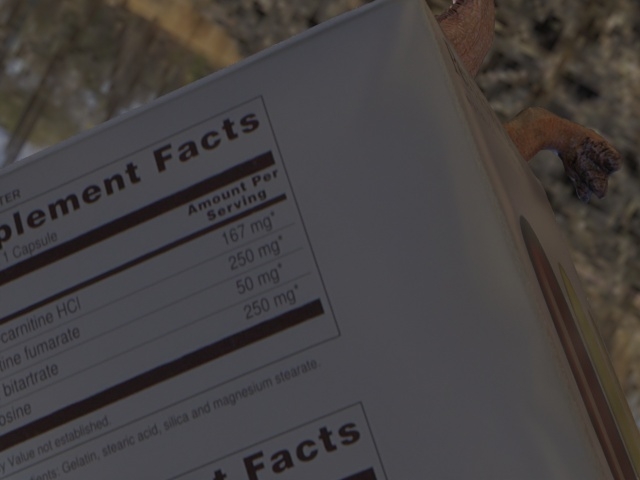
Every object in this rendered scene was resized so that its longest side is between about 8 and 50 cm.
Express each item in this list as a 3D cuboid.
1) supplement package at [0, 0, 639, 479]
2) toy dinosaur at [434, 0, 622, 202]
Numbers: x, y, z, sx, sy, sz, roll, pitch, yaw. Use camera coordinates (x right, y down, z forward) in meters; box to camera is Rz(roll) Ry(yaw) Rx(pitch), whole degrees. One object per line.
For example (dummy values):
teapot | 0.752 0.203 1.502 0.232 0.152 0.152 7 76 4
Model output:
supplement package | 0.016 0.094 0.408 0.139 0.134 0.244 42 -153 -66
toy dinosaur | 0.000 0.000 0.803 0.200 0.295 0.127 18 -176 -16
